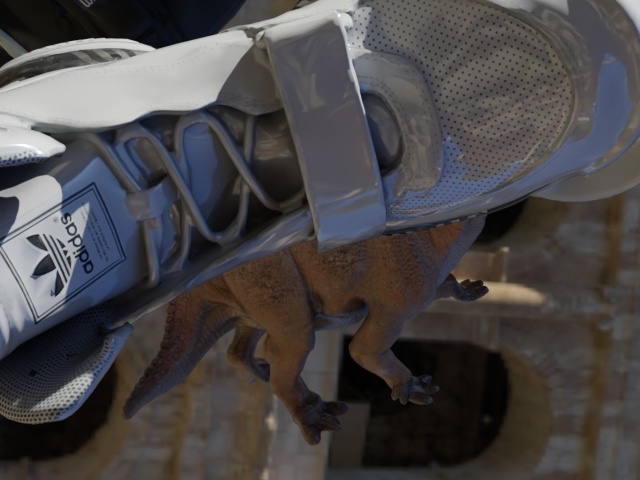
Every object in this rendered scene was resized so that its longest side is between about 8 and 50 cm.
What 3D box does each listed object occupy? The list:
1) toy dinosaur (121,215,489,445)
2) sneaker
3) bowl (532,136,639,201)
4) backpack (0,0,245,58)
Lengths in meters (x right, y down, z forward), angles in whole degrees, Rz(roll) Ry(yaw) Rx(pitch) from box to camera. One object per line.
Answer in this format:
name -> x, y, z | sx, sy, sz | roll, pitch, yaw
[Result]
toy dinosaur -> 0.000, 0.000, 0.734 | 0.127, 0.295, 0.200 | -103, 173, -64
sneaker -> -0.042, -0.023, 0.512 | 0.210, 0.365, 0.137 | -55, 133, -57
bowl -> 0.168, -0.119, 0.795 | 0.289, 0.289, 0.156 | 114, -18, -44
backpack -> -0.238, -0.304, 0.990 | 0.290, 0.355, 0.273 | -52, -144, 10
